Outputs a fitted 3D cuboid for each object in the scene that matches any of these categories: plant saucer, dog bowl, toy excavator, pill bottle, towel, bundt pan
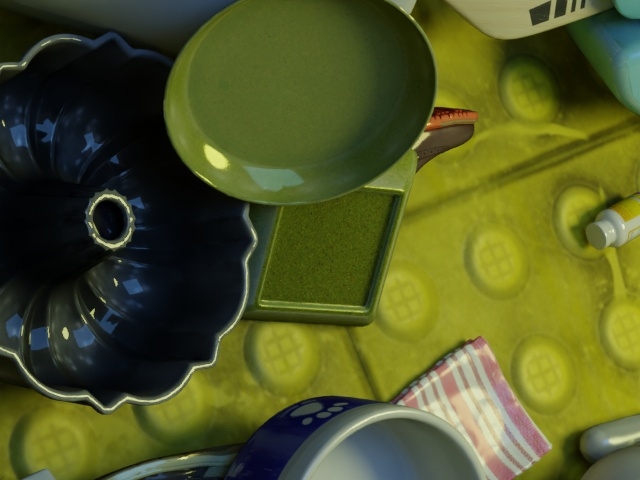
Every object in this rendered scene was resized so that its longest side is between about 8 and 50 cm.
[{"bbox_3d":[-0.019,-0.133,1.688,0.241,0.241,0.037,17,35,-26],"label":"plant saucer"},{"bbox_3d":[0.029,0.275,1.753,0.265,0.104,0.265,-5,97,-40],"label":"dog bowl"},{"bbox_3d":[0.000,0.000,1.830,0.188,0.045,0.188,5,110,-29],"label":"plant saucer"},{"bbox_3d":[0.307,-0.257,2.014,0.445,0.222,0.433,-25,135,-4],"label":"toy excavator"},{"bbox_3d":[0.325,-0.019,2.085,0.083,0.043,0.043,-26,91,-33],"label":"pill bottle"},{"bbox_3d":[0.130,0.202,1.922,0.197,0.029,0.144,-35,95,-32],"label":"towel"},{"bbox_3d":[-0.219,-0.010,1.692,0.331,0.124,0.331,9,77,-42],"label":"bundt pan"}]

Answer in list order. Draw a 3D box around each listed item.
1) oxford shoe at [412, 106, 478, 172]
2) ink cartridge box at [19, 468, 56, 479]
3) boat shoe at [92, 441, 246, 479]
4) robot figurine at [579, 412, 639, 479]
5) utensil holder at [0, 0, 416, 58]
[{"bbox_3d":[0.044,-0.066,1.917,0.271,0.097,0.098,-20,105,-26],"label":"oxford shoe"},{"bbox_3d":[-0.271,0.290,1.628,0.179,0.045,0.145,-23,69,-33],"label":"ink cartridge box"},{"bbox_3d":[-0.114,0.229,1.742,0.223,0.080,0.073,-8,76,-36],"label":"boat shoe"},{"bbox_3d":[0.390,0.285,1.952,0.353,0.199,0.300,-14,44,-33],"label":"robot figurine"},{"bbox_3d":[-0.130,-0.326,1.736,0.385,0.327,0.327,14,71,-24],"label":"utensil holder"}]
